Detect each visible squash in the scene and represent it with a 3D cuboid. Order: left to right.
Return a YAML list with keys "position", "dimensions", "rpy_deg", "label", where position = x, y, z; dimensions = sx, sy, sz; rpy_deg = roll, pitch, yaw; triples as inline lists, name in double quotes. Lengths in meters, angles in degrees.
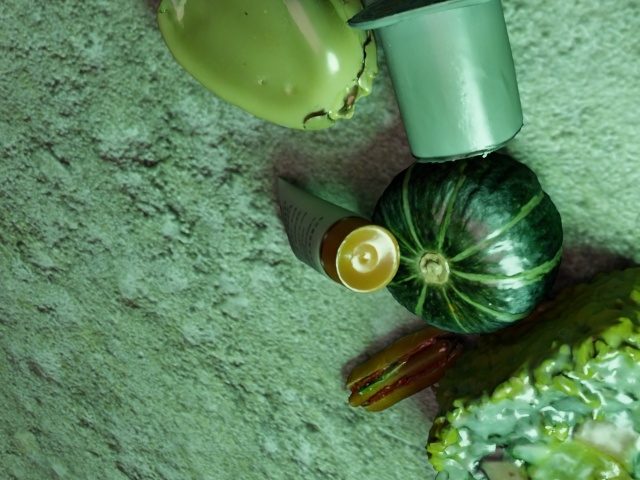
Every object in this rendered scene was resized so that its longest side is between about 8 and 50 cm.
- position: [0.187, 0.004, 0.937]
  dimensions: [0.252, 0.165, 0.252]
  rpy_deg: [21, 128, 29]
  label: "squash"

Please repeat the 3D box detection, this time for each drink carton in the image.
- position: [0.155, -0.214, 0.864]
  dimensions: [0.191, 0.185, 0.189]
  rpy_deg: [-7, 120, 25]
  label: "drink carton"

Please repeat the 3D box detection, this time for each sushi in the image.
- position: [0.347, 0.262, 0.930]
  dimensions: [0.396, 0.240, 0.351]
  rpy_deg: [-36, 95, 29]
  label: "sushi"

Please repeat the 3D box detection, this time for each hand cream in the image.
- position: [0.000, 0.000, 0.986]
  dimensions: [0.314, 0.089, 0.139]
  rpy_deg: [29, 136, 62]
  label: "hand cream"

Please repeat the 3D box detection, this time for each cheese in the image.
- position: [-0.059, -0.282, 0.953]
  dimensions: [0.316, 0.128, 0.259]
  rpy_deg: [42, 127, 12]
  label: "cheese"

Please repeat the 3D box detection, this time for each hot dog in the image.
- position: [0.123, 0.208, 1.119]
  dimensions: [0.092, 0.062, 0.236]
  rpy_deg: [46, 123, -4]
  label: "hot dog"
